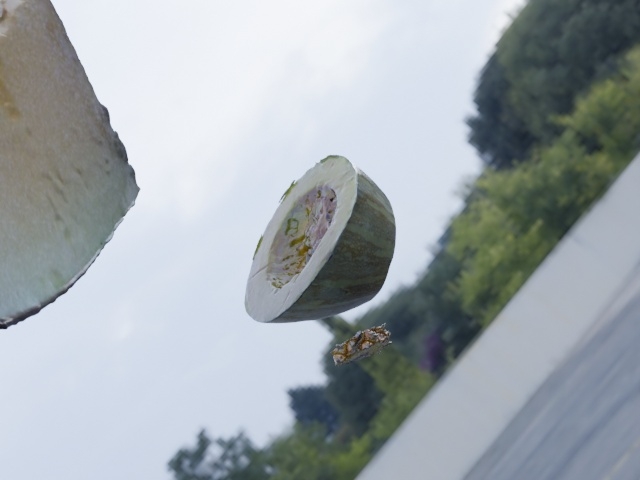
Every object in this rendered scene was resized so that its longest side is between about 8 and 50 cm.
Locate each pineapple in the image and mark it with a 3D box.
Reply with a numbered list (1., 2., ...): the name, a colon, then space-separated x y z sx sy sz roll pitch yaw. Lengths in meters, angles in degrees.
1. pineapple: 0.046 0.102 1.404 0.045 0.019 0.083 -41 -20 33

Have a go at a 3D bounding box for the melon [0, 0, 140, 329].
1. melon: -0.120 -0.014 0.496 0.182 0.054 0.098 -74 -23 -54

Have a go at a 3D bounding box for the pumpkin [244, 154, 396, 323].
1. pumpkin: 0.012 0.013 1.636 0.217 0.110 0.217 -53 23 34
